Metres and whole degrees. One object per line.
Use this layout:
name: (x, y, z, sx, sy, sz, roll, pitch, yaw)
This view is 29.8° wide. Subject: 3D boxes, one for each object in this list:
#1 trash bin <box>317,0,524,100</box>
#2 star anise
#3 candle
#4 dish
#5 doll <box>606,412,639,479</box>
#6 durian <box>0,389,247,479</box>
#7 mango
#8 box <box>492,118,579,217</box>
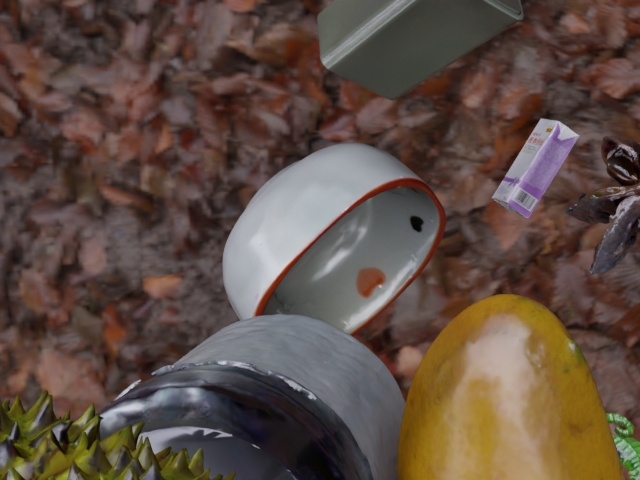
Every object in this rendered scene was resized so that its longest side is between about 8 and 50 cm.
trash bin: (0.131, -0.310, 1.641, 0.240, 0.164, 0.122, -34, 48, 40)
star anise: (0.390, -0.052, 1.339, 0.283, 0.129, 0.212, -21, 56, 43)
candle: (-0.048, 0.174, 0.891, 0.221, 0.342, 0.221, 2, 100, 12)
dish: (0.000, 0.000, 1.236, 0.117, 0.256, 0.256, 48, 115, 27)
doll: (0.447, 0.308, 1.711, 0.190, 0.115, 0.050, 47, 141, 44)
durian: (-0.114, 0.182, 0.432, 0.291, 0.291, 0.224, 43, 157, 21)
mango: (0.119, 0.139, 0.739, 0.147, 0.109, 0.227, 17, 118, 31)
box: (0.253, -0.087, 1.422, 0.036, 0.050, 0.117, 32, 88, -19)
